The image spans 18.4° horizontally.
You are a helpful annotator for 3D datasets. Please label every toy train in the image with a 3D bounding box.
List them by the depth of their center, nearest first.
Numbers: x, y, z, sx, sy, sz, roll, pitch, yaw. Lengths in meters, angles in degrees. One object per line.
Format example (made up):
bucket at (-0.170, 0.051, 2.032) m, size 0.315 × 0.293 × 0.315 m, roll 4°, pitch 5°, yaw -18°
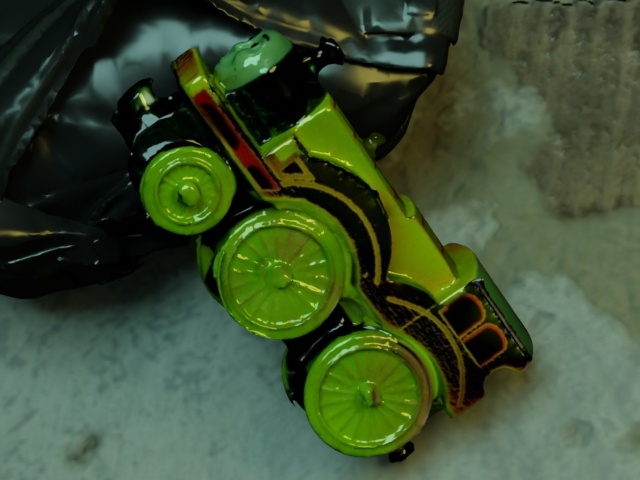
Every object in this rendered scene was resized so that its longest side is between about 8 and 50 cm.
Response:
toy train at (0.000, 0.000, 1.222) m, size 0.160 × 0.296 × 0.100 m, roll -36°, pitch 18°, yaw 3°

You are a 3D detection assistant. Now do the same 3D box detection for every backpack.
backpack at (-0.112, -0.154, 1.367) m, size 0.445 × 0.255 × 0.363 m, roll -14°, pitch 64°, yaw 9°
